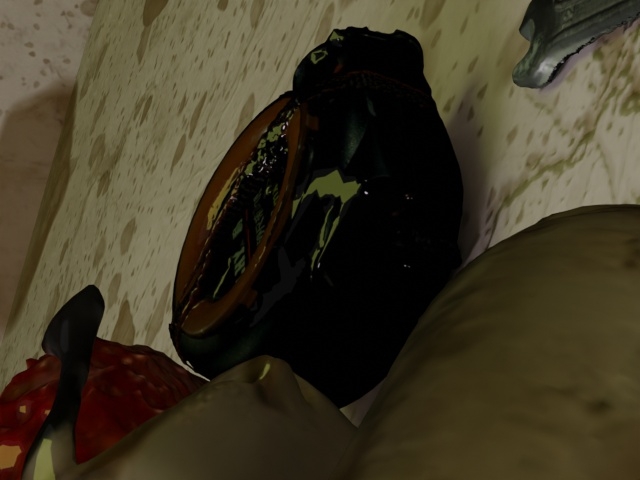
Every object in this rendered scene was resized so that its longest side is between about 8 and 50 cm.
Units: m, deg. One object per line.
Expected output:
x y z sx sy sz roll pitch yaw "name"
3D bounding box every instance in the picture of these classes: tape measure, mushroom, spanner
0.000 0.000 1.083 0.223 0.135 0.202 -51 28 30 "tape measure"
0.019 0.141 0.535 0.362 0.294 0.362 -56 -8 -12 "mushroom"
0.174 -0.133 0.890 0.302 0.017 0.071 -26 48 65 "spanner"

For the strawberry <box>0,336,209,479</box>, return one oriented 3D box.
-0.090 0.198 0.961 0.351 0.267 0.312 -70 -23 -65 "strawberry"
